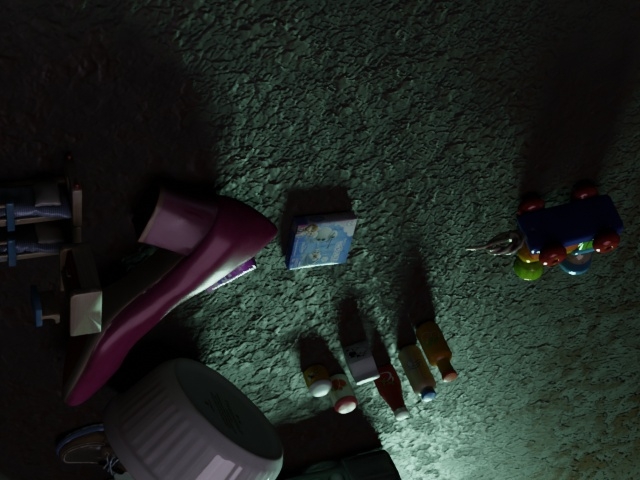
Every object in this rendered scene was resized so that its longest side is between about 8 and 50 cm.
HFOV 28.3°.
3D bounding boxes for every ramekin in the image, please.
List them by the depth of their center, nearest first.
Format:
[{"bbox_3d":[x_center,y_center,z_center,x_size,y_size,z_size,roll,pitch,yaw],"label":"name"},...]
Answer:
[{"bbox_3d":[-0.174,0.288,1.845,0.127,0.273,0.273,-49,136,10],"label":"ramekin"}]

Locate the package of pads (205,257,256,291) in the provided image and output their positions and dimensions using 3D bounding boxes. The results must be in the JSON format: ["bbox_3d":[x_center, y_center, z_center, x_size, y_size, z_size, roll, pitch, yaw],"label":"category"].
[{"bbox_3d":[-0.133,0.034,1.752,0.083,0.032,0.050,-27,143,4],"label":"package of pads"}]

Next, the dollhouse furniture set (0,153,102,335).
[{"bbox_3d":[-0.340,0.008,1.503,0.129,0.183,0.129,-8,138,-18],"label":"dollhouse furniture set"}]

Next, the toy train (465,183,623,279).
[{"bbox_3d":[0.318,0.012,1.906,0.248,0.105,0.143,-13,153,-12],"label":"toy train"}]

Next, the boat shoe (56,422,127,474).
[{"bbox_3d":[-0.313,0.323,1.956,0.183,0.066,0.066,-7,137,-19],"label":"boat shoe"}]

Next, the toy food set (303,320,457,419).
[{"bbox_3d":[0.099,0.227,2.021,0.232,0.104,0.111,-19,140,-6],"label":"toy food set"}]

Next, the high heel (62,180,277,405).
[{"bbox_3d":[-0.211,0.097,1.701,0.181,0.127,0.377,18,122,-26],"label":"high heel"}]

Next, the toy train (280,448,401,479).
[{"bbox_3d":[0.002,0.486,2.249,0.334,0.142,0.190,-10,126,-13],"label":"toy train"}]

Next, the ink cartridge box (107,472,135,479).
[{"bbox_3d":[-0.305,0.437,2.004,0.235,0.171,0.056,-16,147,-9],"label":"ink cartridge box"}]

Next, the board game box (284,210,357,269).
[{"bbox_3d":[0.000,0.000,1.788,0.090,0.020,0.090,-8,138,-20],"label":"board game box"}]
